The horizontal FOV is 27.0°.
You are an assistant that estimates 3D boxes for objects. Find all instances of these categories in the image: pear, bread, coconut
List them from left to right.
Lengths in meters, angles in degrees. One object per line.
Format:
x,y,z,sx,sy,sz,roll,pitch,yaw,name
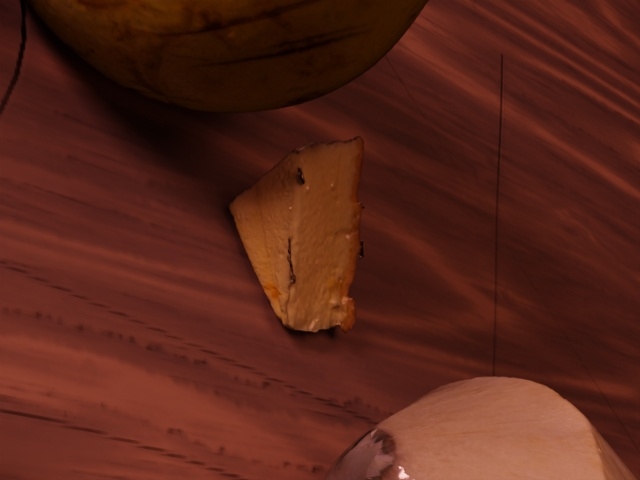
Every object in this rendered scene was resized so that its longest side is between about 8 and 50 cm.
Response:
-0.050,-0.212,0.785,0.283,0.283,0.284,35,39,-34,pear
0.000,0.000,0.854,0.084,0.080,0.109,-6,67,-54,bread
0.086,0.179,0.715,0.222,0.202,0.202,43,35,-28,coconut
